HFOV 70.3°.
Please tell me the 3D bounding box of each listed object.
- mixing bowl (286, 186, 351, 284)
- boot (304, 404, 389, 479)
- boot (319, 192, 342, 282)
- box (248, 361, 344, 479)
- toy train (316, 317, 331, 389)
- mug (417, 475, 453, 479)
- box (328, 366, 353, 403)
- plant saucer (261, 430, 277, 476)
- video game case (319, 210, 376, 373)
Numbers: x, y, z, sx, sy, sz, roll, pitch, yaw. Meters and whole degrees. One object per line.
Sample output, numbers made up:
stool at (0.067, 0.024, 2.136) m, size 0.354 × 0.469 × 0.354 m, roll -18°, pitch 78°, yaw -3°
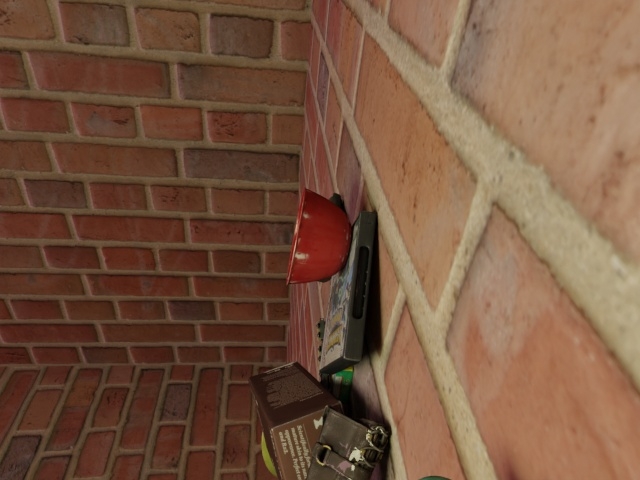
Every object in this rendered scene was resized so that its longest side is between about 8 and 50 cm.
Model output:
mixing bowl at (0.000, 0.000, 0.835) m, size 0.181 × 0.098 × 0.182 m, roll -170°, pitch 90°, yaw -84°
boot at (0.036, 0.364, 0.633) m, size 0.262 × 0.091 × 0.229 m, roll 7°, pitch 64°, yaw 57°
boot at (0.023, -0.004, 1.122) m, size 0.137 × 0.076 × 0.198 m, roll -90°, pitch 19°, yaw -48°
box at (-0.046, 0.396, 0.945) m, size 0.381 × 0.143 × 0.191 m, roll 163°, pitch 92°, yaw -73°
toy train at (0.007, 0.250, 1.004) m, size 0.036 × 0.027 × 0.159 m, roll 85°, pitch -178°, yaw -62°
mug at (0.104, 0.238, 0.264) m, size 0.129 × 0.097 × 0.158 m, roll 127°, pitch 144°, yaw -79°
box at (0.036, 0.265, 1.032) m, size 0.179 × 0.043 × 0.105 m, roll -98°, pitch 13°, yaw -61°
plant saucer at (-0.053, 0.504, 1.200) m, size 0.037 × 0.240 × 0.241 m, roll -2°, pitch 85°, yaw 41°
video game case at (0.046, 0.112, 0.849) m, size 0.275 × 0.035 × 0.249 m, roll 111°, pitch 169°, yaw -68°
